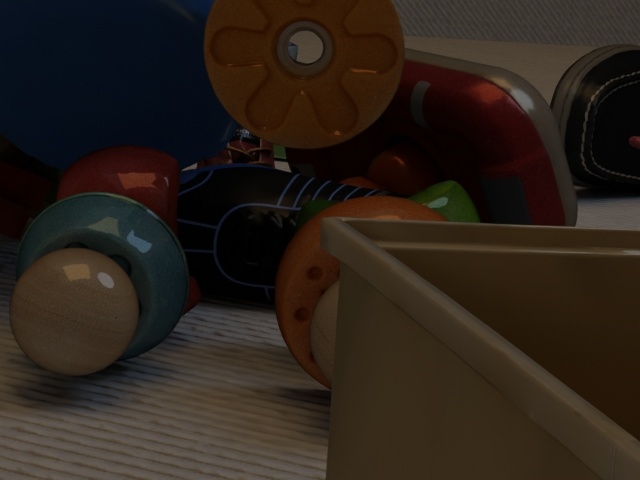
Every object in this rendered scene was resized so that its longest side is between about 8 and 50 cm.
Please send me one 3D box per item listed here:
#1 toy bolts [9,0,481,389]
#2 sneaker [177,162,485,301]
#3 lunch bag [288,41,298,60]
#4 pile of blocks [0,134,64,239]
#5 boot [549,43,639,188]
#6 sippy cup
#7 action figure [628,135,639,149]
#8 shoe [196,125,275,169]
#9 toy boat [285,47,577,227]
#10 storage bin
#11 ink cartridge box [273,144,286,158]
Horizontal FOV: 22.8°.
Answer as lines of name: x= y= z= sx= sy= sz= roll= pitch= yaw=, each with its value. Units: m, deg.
toy bolts: x=-0.046 y=-0.015 z=0.764 sx=0.228 sy=0.218 sz=0.158 roll=-11 pitch=15 yaw=10
sneaker: x=0.000 y=0.000 z=0.945 sx=0.232 sy=0.081 sz=0.090 roll=2 pitch=7 yaw=-17
lunch bag: x=-0.136 y=-0.200 z=1.839 sx=0.176 sy=0.090 sz=0.219 roll=10 pitch=13 yaw=29
pile of blocks: x=-0.162 y=-0.077 z=1.084 sx=0.112 sy=0.149 sz=0.362 roll=23 pitch=17 yaw=12
boot: x=0.411 y=-0.092 z=1.462 sx=0.284 sy=0.138 sz=0.377 roll=16 pitch=10 yaw=42
sippy cup: x=-0.110 y=-0.164 z=0.929 sx=0.305 sy=0.240 sz=0.224 roll=4 pitch=50 yaw=4
action figure: x=0.345 y=-0.027 z=0.819 sx=0.370 sy=0.276 sz=0.248 roll=17 pitch=15 yaw=-11
shoe: x=-0.059 y=-0.044 z=1.132 sx=0.063 sy=0.081 sz=0.178 roll=2 pitch=12 yaw=-16
toy boat: x=0.052 y=-0.038 z=1.089 sx=0.151 sy=0.151 sz=0.231 roll=-36 pitch=32 yaw=-27
storage bin: x=0.155 y=0.081 z=0.511 sx=0.260 sy=0.123 sz=0.262 roll=1 pitch=12 yaw=-16
ink cartridge box: x=0.042 y=-0.113 z=1.592 sx=0.171 sy=0.056 sz=0.235 roll=8 pitch=10 yaw=12
